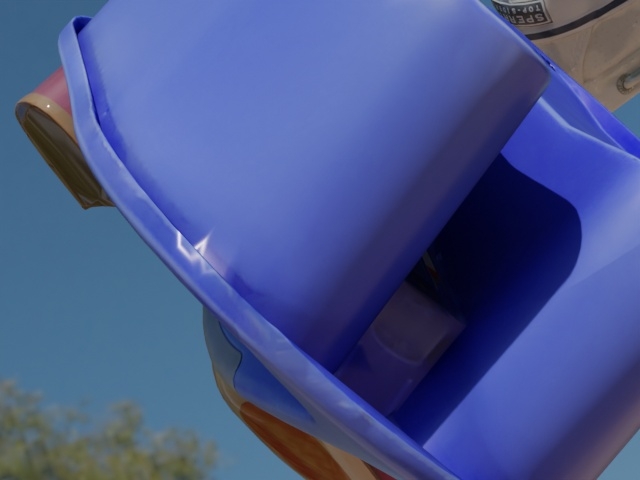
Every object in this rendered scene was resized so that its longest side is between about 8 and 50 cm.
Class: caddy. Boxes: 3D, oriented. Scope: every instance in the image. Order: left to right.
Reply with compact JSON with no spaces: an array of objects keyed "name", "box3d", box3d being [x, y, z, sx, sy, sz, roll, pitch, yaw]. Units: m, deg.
[{"name":"caddy","box3d":[0.018,-0.017,0.747,0.241,0.341,0.179,39,-81,-21]}]

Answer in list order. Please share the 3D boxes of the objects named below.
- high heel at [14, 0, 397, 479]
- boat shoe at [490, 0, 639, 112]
[{"name":"high heel","box3d":[0.000,0.000,1.091,0.181,0.377,0.127,-47,31,-22]},{"name":"boat shoe","box3d":[0.283,-0.185,1.267,0.367,0.156,0.136,-35,27,-24]}]
